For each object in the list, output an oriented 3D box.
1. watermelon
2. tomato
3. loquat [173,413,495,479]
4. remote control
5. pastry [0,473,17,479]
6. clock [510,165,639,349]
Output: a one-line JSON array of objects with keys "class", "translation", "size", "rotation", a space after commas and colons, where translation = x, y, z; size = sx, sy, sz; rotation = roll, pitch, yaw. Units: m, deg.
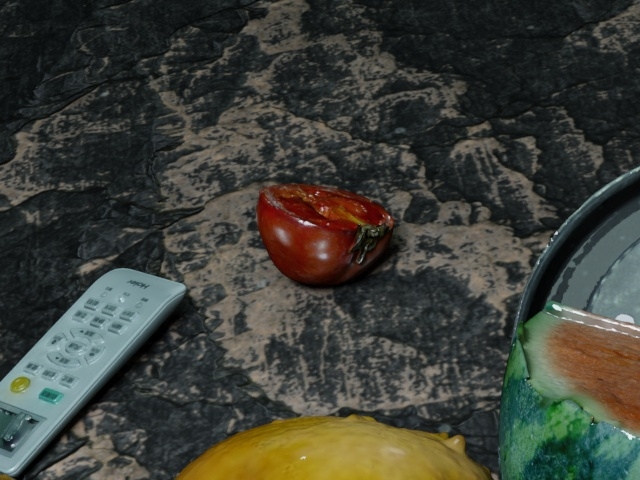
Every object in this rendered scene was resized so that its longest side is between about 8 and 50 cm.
[{"class": "watermelon", "translation": [0.248, 0.184, 1.442], "size": [0.292, 0.222, 0.319], "rotation": [10, 72, 20]}, {"class": "tomato", "translation": [0.000, 0.000, 2.027], "size": [0.139, 0.091, 0.159], "rotation": [26, 23, 32]}, {"class": "loquat", "translation": [0.008, 0.284, 1.427], "size": [0.328, 0.328, 0.328], "rotation": [-10, 34, 7]}, {"class": "remote control", "translation": [-0.256, 0.134, 1.962], "size": [0.103, 0.051, 0.293], "rotation": [14, 47, 36]}, {"class": "pastry", "translation": [-0.330, 0.270, 1.706], "size": [0.192, 0.093, 0.182], "rotation": [24, 17, 14]}, {"class": "clock", "translation": [0.353, 0.102, 1.605], "size": [0.386, 0.076, 0.386], "rotation": [-8, 64, 18]}]
